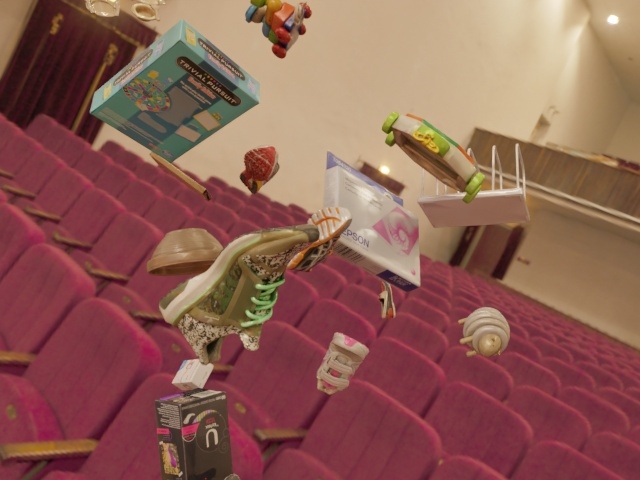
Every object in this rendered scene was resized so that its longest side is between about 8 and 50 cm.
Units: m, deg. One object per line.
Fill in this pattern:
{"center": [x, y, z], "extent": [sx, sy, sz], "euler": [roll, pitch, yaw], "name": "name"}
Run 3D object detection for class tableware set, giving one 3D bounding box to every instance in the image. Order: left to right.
{"center": [-0.406, -0.502, 1.227], "extent": [0.169, 0.020, 0.141], "euler": [3, 52, -24], "name": "tableware set"}

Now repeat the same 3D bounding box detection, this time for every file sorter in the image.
{"center": [0.440, -0.157, 1.682], "extent": [0.278, 0.173, 0.193], "euler": [-3, -21, 24], "name": "file sorter"}

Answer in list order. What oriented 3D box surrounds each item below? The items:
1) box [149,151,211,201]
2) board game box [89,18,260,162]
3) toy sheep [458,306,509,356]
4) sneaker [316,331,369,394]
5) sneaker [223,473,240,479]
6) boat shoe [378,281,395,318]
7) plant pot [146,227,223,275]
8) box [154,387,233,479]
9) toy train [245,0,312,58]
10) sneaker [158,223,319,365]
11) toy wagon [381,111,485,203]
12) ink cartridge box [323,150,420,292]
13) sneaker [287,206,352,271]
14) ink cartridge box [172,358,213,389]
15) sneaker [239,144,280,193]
{"center": [-0.433, -0.198, 1.843], "extent": [0.201, 0.021, 0.164], "euler": [37, -7, 0], "name": "box"}
{"center": [-0.358, -0.354, 1.463], "extent": [0.254, 0.336, 0.079], "euler": [33, 42, -43], "name": "board game box"}
{"center": [0.301, 0.165, 1.078], "extent": [0.091, 0.091, 0.132], "euler": [26, 31, -8], "name": "toy sheep"}
{"center": [0.051, 0.332, 1.540], "extent": [0.103, 0.111, 0.252], "euler": [24, -36, 10], "name": "sneaker"}
{"center": [-0.261, 0.698, 1.609], "extent": [0.061, 0.065, 0.158], "euler": [33, 36, 6], "name": "sneaker"}
{"center": [0.213, 0.194, 1.936], "extent": [0.043, 0.137, 0.049], "euler": [-3, -33, -7], "name": "boat shoe"}
{"center": [-0.383, 0.030, 1.701], "extent": [0.237, 0.109, 0.237], "euler": [-9, -10, -2], "name": "plant pot"}
{"center": [-0.369, 0.587, 1.727], "extent": [0.143, 0.270, 0.165], "euler": [-7, -2, 44], "name": "box"}
{"center": [-0.104, -0.549, 1.396], "extent": [0.143, 0.105, 0.248], "euler": [37, -12, -4], "name": "toy train"}
{"center": [-0.130, 0.109, 1.115], "extent": [0.158, 0.410, 0.182], "euler": [-11, 70, -53], "name": "sneaker"}
{"center": [0.268, -0.207, 1.391], "extent": [0.267, 0.068, 0.344], "euler": [39, 2, 12], "name": "toy wagon"}
{"center": [0.146, -0.063, 1.619], "extent": [0.324, 0.330, 0.071], "euler": [28, -39, -33], "name": "ink cartridge box"}
{"center": [0.000, 0.000, 1.361], "extent": [0.083, 0.215, 0.084], "euler": [26, 39, -37], "name": "sneaker"}
{"center": [-0.414, 0.435, 1.914], "extent": [0.122, 0.088, 0.052], "euler": [-16, -51, 44], "name": "ink cartridge box"}
{"center": [-0.156, -0.209, 1.601], "extent": [0.088, 0.093, 0.225], "euler": [48, -23, -3], "name": "sneaker"}
